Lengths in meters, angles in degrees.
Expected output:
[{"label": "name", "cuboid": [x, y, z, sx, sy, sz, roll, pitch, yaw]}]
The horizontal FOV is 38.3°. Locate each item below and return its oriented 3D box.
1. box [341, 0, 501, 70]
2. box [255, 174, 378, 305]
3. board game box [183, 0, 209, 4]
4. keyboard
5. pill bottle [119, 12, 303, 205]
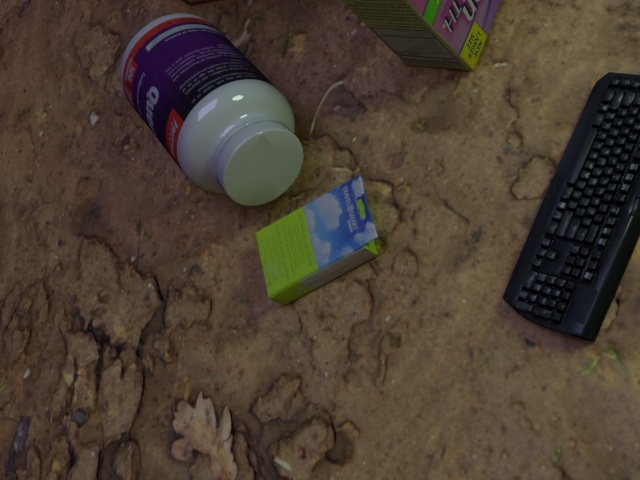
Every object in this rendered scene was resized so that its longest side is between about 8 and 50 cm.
[{"label": "box", "cuboid": [0.134, -0.373, 1.186, 0.117, 0.243, 0.213, 15, 78, 42]}, {"label": "box", "cuboid": [0.000, 0.000, 1.239, 0.178, 0.042, 0.109, -29, 56, 22]}, {"label": "board game box", "cuboid": [-0.160, -0.632, 1.431, 0.356, 0.356, 0.356, 0, 74, 36]}, {"label": "keyboard", "cuboid": [0.340, -0.038, 1.023, 0.201, 0.033, 0.317, 18, 81, 39]}, {"label": "pill bottle", "cuboid": [-0.158, -0.190, 1.352, 0.181, 0.181, 0.323, -48, 50, 8]}]
